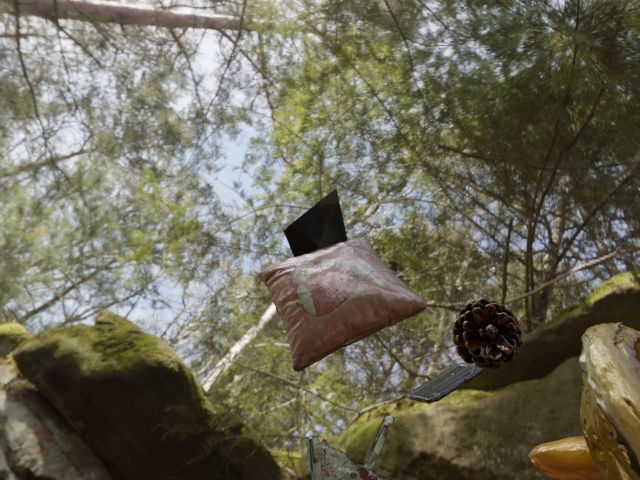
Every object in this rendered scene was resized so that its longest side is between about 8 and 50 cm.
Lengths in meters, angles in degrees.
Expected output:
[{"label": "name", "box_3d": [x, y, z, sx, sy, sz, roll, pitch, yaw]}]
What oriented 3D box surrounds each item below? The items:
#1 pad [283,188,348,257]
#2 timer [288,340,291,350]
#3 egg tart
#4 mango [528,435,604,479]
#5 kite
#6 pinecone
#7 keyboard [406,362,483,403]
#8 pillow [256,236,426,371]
[{"label": "pad", "box_3d": [0.000, 0.000, 1.067, 0.004, 0.163, 0.243, 38, -21, 34]}, {"label": "timer", "box_3d": [-0.045, 0.221, 1.064, 0.047, 0.128, 0.140, -12, -93, 15]}, {"label": "egg tart", "box_3d": [0.584, 0.344, 0.723, 0.443, 0.443, 0.178, 41, -57, 8]}, {"label": "mango", "box_3d": [0.661, 0.574, 1.129, 0.219, 0.112, 0.145, -4, -46, 16]}, {"label": "kite", "box_3d": [0.104, 0.611, 1.088, 0.406, 0.368, 0.014, 11, -35, 37]}, {"label": "pinecone", "box_3d": [0.434, 0.247, 1.137, 0.168, 0.212, 0.185, -18, -104, 28]}, {"label": "keyboard", "box_3d": [0.367, 0.412, 1.255, 0.106, 0.262, 0.016, -14, -90, 53]}, {"label": "pillow", "box_3d": [0.022, 0.086, 0.720, 0.236, 0.223, 0.084, -126, -165, -52]}]
